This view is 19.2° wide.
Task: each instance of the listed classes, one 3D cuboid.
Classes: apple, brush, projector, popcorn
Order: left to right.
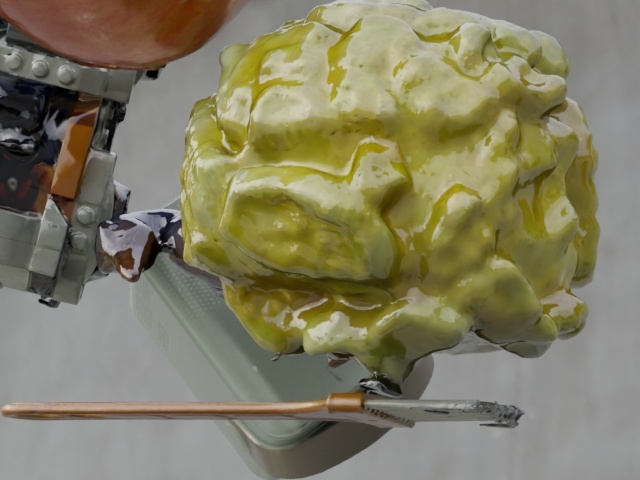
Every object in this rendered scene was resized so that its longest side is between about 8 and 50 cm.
[{"bbox_3d":[-0.111,-0.197,1.054,0.164,0.209,0.209,1,14,35],"label":"apple"},{"bbox_3d":[-0.046,0.097,1.080,0.314,0.017,0.090,-3,-12,22],"label":"brush"},{"bbox_3d":[-0.033,0.070,1.494,0.163,0.242,0.177,-37,-12,-15],"label":"projector"},{"bbox_3d":[0.042,-0.015,1.043,0.249,0.225,0.249,-7,-19,-2],"label":"popcorn"}]

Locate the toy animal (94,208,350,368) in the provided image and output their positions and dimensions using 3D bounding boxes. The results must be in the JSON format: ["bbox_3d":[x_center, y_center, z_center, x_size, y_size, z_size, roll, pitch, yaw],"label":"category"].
[{"bbox_3d":[0.000,0.000,1.283,0.298,0.122,0.185,-13,16,-25],"label":"toy animal"}]

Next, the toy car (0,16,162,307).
[{"bbox_3d":[-0.214,-0.109,1.348,0.193,0.301,0.118,16,7,-3],"label":"toy car"}]
